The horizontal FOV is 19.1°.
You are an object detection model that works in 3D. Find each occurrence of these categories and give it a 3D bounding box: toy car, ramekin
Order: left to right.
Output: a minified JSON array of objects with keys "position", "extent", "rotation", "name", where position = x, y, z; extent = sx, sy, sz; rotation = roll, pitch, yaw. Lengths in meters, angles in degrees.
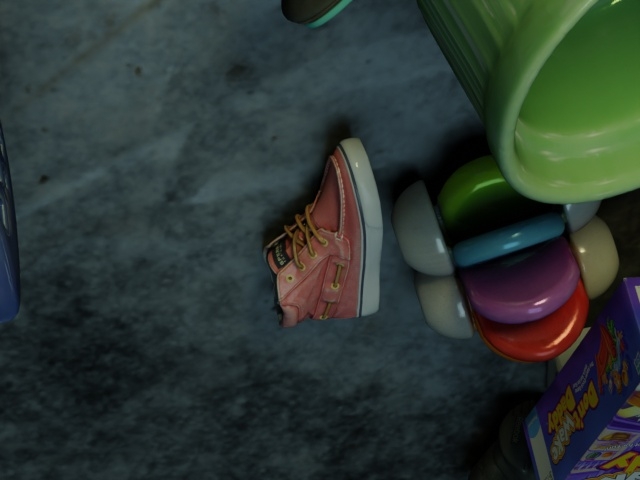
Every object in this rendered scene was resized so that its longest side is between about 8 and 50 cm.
[{"position":[0.148,0.021,1.442],"extent":[0.159,0.136,0.182],"rotation":[-18,134,3],"name":"toy car"},{"position":[0.206,-0.175,1.204],"extent":[0.303,0.148,0.303],"rotation":[-25,153,-13],"name":"ramekin"}]

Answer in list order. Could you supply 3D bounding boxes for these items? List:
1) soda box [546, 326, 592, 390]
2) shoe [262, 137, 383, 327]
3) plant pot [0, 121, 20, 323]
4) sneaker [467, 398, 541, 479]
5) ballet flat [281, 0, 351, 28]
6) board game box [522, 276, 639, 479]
[{"position":[0.303,0.109,1.612],"extent":[0.216,0.069,0.074],"rotation":[-9,134,-5],"name":"soda box"},{"position":[0.000,0.000,1.436],"extent":[0.081,0.063,0.178],"rotation":[-12,139,-9],"name":"shoe"},{"position":[-0.317,-0.082,1.173],"extent":[0.236,0.236,0.212],"rotation":[-7,127,-8],"name":"plant pot"},{"position":[0.259,0.226,1.704],"extent":[0.286,0.109,0.130],"rotation":[19,136,-20],"name":"sneaker"},{"position":[0.053,-0.260,1.196],"extent":[0.280,0.095,0.096],"rotation":[-44,118,12],"name":"ballet flat"},{"position":[0.362,0.114,1.483],"extent":[0.347,0.078,0.233],"rotation":[-2,149,-16],"name":"board game box"}]
